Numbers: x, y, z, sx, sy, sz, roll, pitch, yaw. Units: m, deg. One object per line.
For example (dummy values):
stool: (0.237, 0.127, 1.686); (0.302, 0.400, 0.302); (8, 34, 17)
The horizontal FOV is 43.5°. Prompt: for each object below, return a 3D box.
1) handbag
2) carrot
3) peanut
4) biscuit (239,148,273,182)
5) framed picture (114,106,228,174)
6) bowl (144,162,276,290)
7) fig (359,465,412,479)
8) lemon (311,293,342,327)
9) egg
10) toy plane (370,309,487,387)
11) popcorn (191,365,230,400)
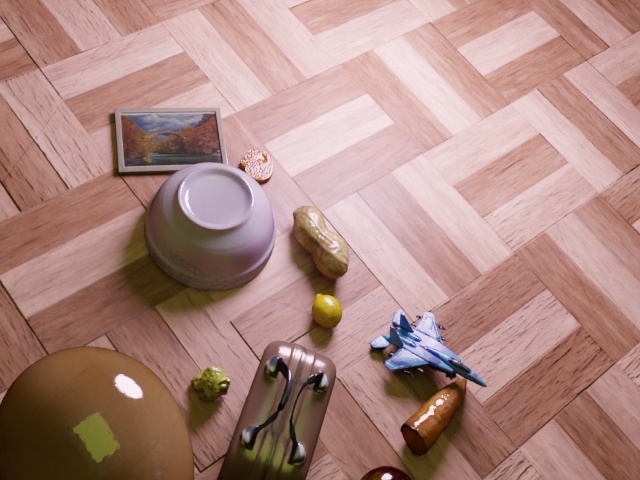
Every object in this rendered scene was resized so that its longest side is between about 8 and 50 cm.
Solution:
handbag: (-0.073, 0.322, 1.416); (0.149, 0.283, 0.302); (21, 57, 2)
carrot: (0.241, 0.342, 1.618); (0.072, 0.072, 0.205); (42, 51, 13)
peanut: (0.002, 0.000, 1.751); (0.089, 0.089, 0.193); (-26, 69, -26)
biscuit: (-0.149, -0.174, 1.858); (0.078, 0.015, 0.091); (7, 58, -8)
framed picture: (-0.343, -0.231, 1.846); (0.249, 0.016, 0.184); (-2, 61, -15)
bowl: (-0.227, -0.053, 1.691); (0.286, 0.144, 0.287); (6, 58, -9)
fig: (0.106, 0.484, 1.470); (0.109, 0.103, 0.154); (31, 46, 32)
lemon: (0.013, 0.147, 1.675); (0.062, 0.062, 0.083); (-20, 64, -23)
egg: (-0.364, 0.351, 1.319); (0.301, 0.301, 0.374); (-34, 79, -28)
toy plane: (0.234, 0.239, 1.658); (0.246, 0.078, 0.169); (33, 58, 15)
popcorn: (-0.211, 0.271, 1.550); (0.083, 0.068, 0.059); (9, 21, 35)
